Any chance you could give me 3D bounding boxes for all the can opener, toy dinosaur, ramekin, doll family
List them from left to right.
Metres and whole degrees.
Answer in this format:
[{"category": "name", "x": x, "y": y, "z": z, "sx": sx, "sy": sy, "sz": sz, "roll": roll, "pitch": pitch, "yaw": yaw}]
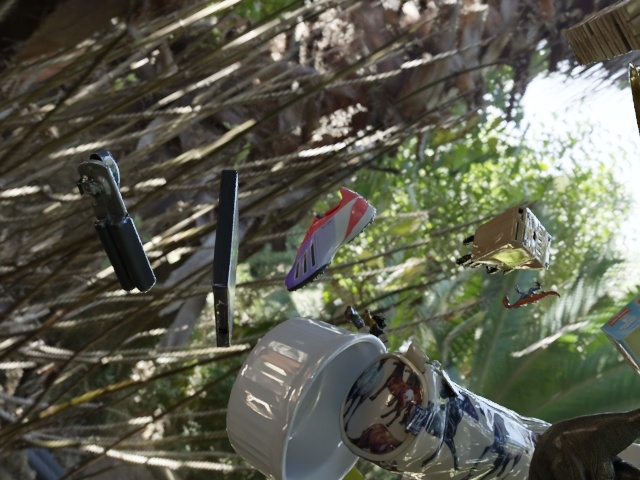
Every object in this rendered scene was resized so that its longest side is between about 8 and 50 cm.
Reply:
[{"category": "can opener", "x": -0.379, "y": -0.037, "z": 1.304, "sx": 0.095, "sy": 0.076, "sz": 0.283, "roll": -58, "pitch": 141, "yaw": -50}, {"category": "ramekin", "x": -0.021, "y": 0.257, "z": 1.082, "sx": 0.135, "sy": 0.277, "sz": 0.277, "roll": 20, "pitch": -31, "yaw": 34}, {"category": "doll family", "x": 0.105, "y": 0.201, "z": 1.329, "sx": 0.111, "sy": 0.076, "sz": 0.192, "roll": -132, "pitch": -157, "yaw": -64}, {"category": "toy dinosaur", "x": 0.392, "y": 0.107, "z": 1.297, "sx": 0.090, "sy": 0.082, "sz": 0.047, "roll": -8, "pitch": -72, "yaw": 65}, {"category": "toy dinosaur", "x": 0.279, "y": 0.269, "z": 0.727, "sx": 0.160, "sy": 0.121, "sz": 0.313, "roll": 31, "pitch": -37, "yaw": 40}]

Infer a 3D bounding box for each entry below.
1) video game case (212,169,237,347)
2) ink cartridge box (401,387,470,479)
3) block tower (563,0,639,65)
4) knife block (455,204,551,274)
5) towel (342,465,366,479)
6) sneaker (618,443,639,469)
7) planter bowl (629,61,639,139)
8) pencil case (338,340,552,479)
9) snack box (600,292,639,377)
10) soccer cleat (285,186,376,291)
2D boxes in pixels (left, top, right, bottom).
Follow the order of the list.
[{"category": "video game case", "x": -0.189, "y": 0.040, "z": 1.375, "sx": 0.248, "sy": 0.035, "sz": 0.274, "roll": 100, "pitch": -9, "yaw": -55}, {"category": "ink cartridge box", "x": 0.245, "y": 0.428, "z": 1.264, "sx": 0.097, "sy": 0.189, "sz": 0.255, "roll": -117, "pitch": -178, "yaw": -62}, {"category": "block tower", "x": 0.599, "y": -0.429, "z": 1.379, "sx": 0.090, "sy": 0.097, "sz": 0.335, "roll": 59, "pitch": 6, "yaw": -7}, {"category": "knife block", "x": 0.403, "y": 0.009, "z": 1.604, "sx": 0.242, "sy": 0.088, "sz": 0.276, "roll": -1, "pitch": -19, "yaw": 34}, {"category": "towel", "x": 0.051, "y": 0.456, "z": 1.186, "sx": 0.237, "sy": 0.102, "sz": 0.021, "roll": -144, "pitch": -139, "yaw": -60}, {"category": "sneaker", "x": 0.722, "y": 0.460, "z": 1.441, "sx": 0.212, "sy": 0.094, "sz": 0.080, "roll": -41, "pitch": -134, "yaw": 43}, {"category": "planter bowl", "x": 0.495, "y": -0.152, "z": 0.938, "sx": 0.217, "sy": 0.091, "sz": 0.217, "roll": -13, "pitch": 90, "yaw": -68}, {"category": "pencil case", "x": 0.233, "y": 0.310, "z": 1.077, "sx": 0.410, "sy": 0.183, "sz": 0.159, "roll": 29, "pitch": 23, "yaw": -32}, {"category": "snack box", "x": 0.618, "y": 0.101, "z": 1.058, "sx": 0.187, "sy": 0.322, "sz": 0.060, "roll": 48, "pitch": 3, "yaw": -17}, {"category": "soccer cleat", "x": 0.000, "y": 0.000, "z": 1.763, "sx": 0.116, "sy": 0.318, "sz": 0.108, "roll": 41, "pitch": 16, "yaw": -11}]
